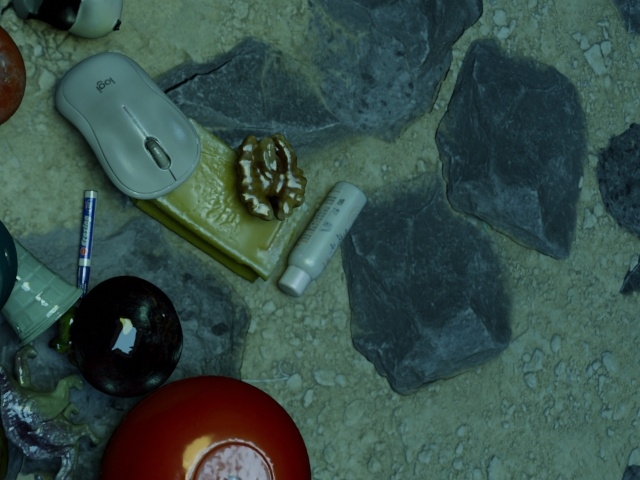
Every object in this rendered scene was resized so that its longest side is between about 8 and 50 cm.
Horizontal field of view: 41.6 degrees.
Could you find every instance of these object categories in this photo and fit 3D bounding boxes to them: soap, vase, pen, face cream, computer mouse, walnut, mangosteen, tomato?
[{"bbox_3d":[-0.194,-0.077,1.658,0.315,0.091,0.199,38,68,-22],"label":"soap"},{"bbox_3d":[-0.557,0.027,1.420,0.299,0.143,0.143,49,65,-13],"label":"vase"},{"bbox_3d":[-0.431,0.007,1.551,0.025,0.025,0.204,7,82,-29],"label":"pen"},{"bbox_3d":[0.000,0.000,1.765,0.082,0.082,0.269,40,69,-21],"label":"face cream"},{"bbox_3d":[-0.347,-0.220,1.514,0.184,0.121,0.297,-34,78,-17],"label":"computer mouse"},{"bbox_3d":[-0.100,-0.120,1.626,0.142,0.069,0.170,-6,87,-29],"label":"walnut"},{"bbox_3d":[-0.353,0.178,1.492,0.216,0.216,0.216,3,84,-29],"label":"mangosteen"},{"bbox_3d":[-0.594,-0.279,1.391,0.208,0.184,0.208,2,86,-31],"label":"tomato"}]

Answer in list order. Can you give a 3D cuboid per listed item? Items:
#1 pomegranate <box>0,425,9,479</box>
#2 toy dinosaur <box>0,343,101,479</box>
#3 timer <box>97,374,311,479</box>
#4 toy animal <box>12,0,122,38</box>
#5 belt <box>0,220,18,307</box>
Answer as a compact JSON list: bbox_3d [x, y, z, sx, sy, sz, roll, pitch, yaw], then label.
[{"bbox_3d":[-0.618,0.359,1.339,0.248,0.202,0.202,-39,107,5],"label":"pomegranate"},{"bbox_3d":[-0.467,0.305,1.441,0.294,0.077,0.162,57,28,-13],"label":"toy dinosaur"},{"bbox_3d":[-0.200,0.429,1.493,0.377,0.279,0.378,5,78,-23],"label":"timer"},{"bbox_3d":[-0.449,-0.443,1.516,0.179,0.166,0.138,7,110,-40],"label":"toy animal"},{"bbox_3d":[-0.688,0.058,1.257,0.436,0.173,0.300,-3,98,-6],"label":"belt"}]
